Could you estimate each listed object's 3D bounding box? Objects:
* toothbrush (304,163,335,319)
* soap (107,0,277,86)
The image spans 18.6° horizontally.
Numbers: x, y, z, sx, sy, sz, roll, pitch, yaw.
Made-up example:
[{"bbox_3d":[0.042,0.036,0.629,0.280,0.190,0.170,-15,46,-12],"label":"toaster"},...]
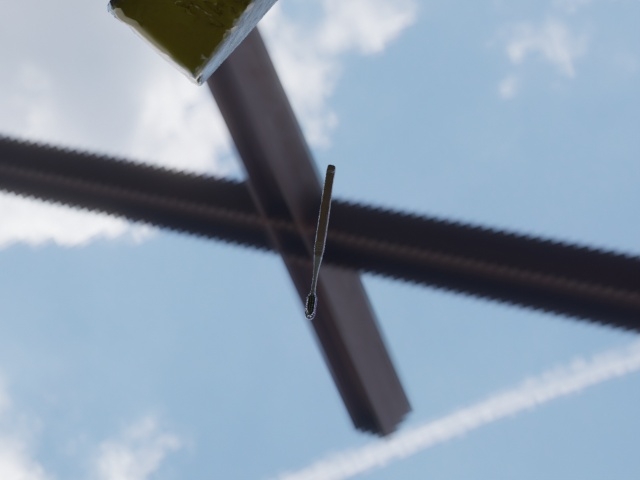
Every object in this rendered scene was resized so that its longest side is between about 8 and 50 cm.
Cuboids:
[{"bbox_3d":[0.000,0.000,1.158,0.006,0.008,0.097,8,-108,-1],"label":"toothbrush"},{"bbox_3d":[-0.043,-0.210,1.295,0.080,0.160,0.257,36,-128,1],"label":"soap"}]
